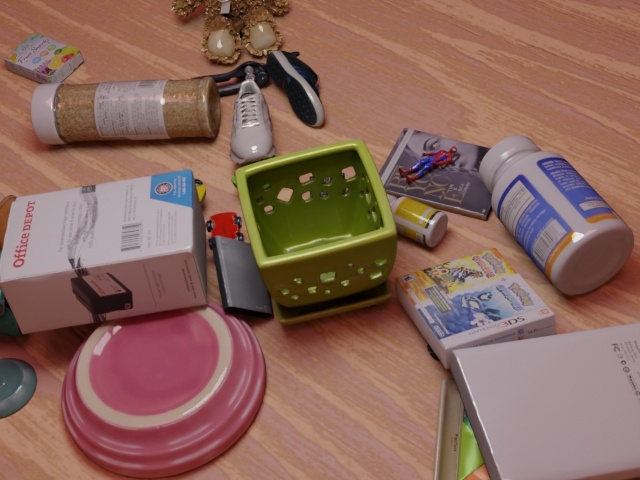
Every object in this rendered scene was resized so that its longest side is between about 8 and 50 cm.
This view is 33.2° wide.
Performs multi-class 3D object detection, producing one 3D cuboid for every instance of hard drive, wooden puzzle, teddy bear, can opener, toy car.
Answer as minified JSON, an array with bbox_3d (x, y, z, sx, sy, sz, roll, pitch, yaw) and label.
[{"bbox_3d":[-0.132,0.062,1.799,0.022,0.094,0.135,-36,55,36],"label":"hard drive"},{"bbox_3d":[0.288,0.293,1.569,0.238,0.044,0.221,2,49,10],"label":"wooden puzzle"},{"bbox_3d":[-0.189,-0.508,2.320,0.245,0.113,0.338,-30,58,-7],"label":"teddy bear"},{"bbox_3d":[0.388,0.237,1.548,0.353,0.047,0.233,-7,51,-13],"label":"hard drive"},{"bbox_3d":[-0.192,-0.319,2.184,0.186,0.073,0.059,-17,87,-1],"label":"can opener"},{"bbox_3d":[-0.159,-0.076,1.959,0.225,0.053,0.239,-36,54,-21],"label":"toy car"}]

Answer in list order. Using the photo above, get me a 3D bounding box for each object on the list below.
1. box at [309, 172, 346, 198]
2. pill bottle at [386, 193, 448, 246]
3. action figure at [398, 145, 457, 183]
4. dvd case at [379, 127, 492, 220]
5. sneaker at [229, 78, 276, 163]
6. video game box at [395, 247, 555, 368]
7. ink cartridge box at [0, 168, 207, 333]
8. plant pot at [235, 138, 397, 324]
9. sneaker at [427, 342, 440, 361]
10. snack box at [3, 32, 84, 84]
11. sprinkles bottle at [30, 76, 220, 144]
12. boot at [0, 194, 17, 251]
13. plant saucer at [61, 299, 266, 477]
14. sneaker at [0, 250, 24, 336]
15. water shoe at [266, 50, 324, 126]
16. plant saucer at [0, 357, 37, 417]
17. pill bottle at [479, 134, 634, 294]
[{"bbox_3d":[0.014,-0.085,1.960,0.067,0.018,0.083,-6,49,4],"label":"box"},{"bbox_3d":[0.157,-0.038,1.865,0.116,0.065,0.065,25,57,27],"label":"pill bottle"},{"bbox_3d":[0.199,-0.143,1.950,0.115,0.030,0.038,-26,45,-16],"label":"action figure"},{"bbox_3d":[0.225,-0.125,1.961,0.221,0.018,0.164,15,54,21],"label":"dvd case"},{"bbox_3d":[-0.133,-0.220,2.013,0.090,0.095,0.235,-7,29,-3],"label":"sneaker"},{"bbox_3d":[0.242,0.103,1.704,0.187,0.048,0.205,-14,35,-14],"label":"video game box"},{"bbox_3d":[-0.349,0.015,1.766,0.307,0.129,0.223,-9,39,0],"label":"ink cartridge box"},{"bbox_3d":[0.000,0.000,1.764,0.227,0.207,0.228,-13,48,-3],"label":"plant pot"},{"bbox_3d":[0.237,0.171,1.680,0.135,0.052,0.058,24,53,26],"label":"sneaker"},{"bbox_3d":[-0.596,-0.389,2.312,0.141,0.037,0.100,24,56,27],"label":"snack box"},{"bbox_3d":[-0.380,-0.254,2.104,0.355,0.121,0.121,-1,49,8],"label":"sprinkles bottle"},{"bbox_3d":[-0.525,0.009,1.936,0.152,0.073,0.197,3,62,13],"label":"boot"},{"bbox_3d":[-0.255,0.211,1.705,0.332,0.084,0.332,-5,48,6],"label":"plant saucer"},{"bbox_3d":[-0.590,0.142,1.802,0.178,0.124,0.295,21,75,7],"label":"sneaker"},{"bbox_3d":[-0.030,-0.310,2.126,0.080,0.073,0.203,-15,57,-31],"label":"water shoe"},{"bbox_3d":[-0.528,0.238,1.767,0.119,0.021,0.119,-5,48,5],"label":"plant saucer"},{"bbox_3d":[0.380,-0.052,1.783,0.152,0.152,0.272,-23,49,-11],"label":"pill bottle"}]
